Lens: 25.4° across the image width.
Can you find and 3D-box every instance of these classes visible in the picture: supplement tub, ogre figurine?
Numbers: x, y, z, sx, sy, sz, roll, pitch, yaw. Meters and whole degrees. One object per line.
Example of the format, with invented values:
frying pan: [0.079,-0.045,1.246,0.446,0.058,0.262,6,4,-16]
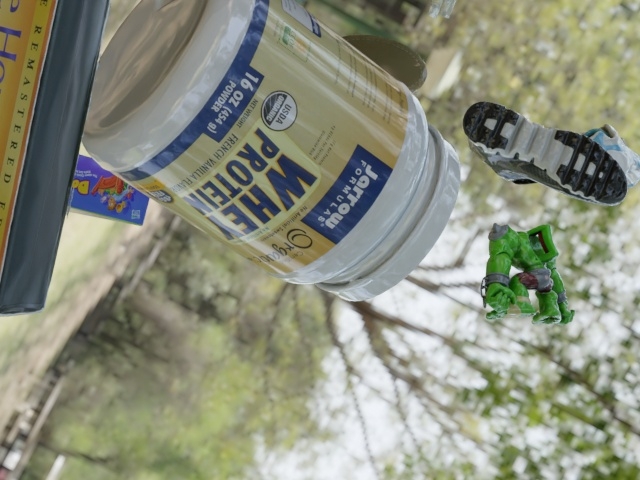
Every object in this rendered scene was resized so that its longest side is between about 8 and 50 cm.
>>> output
supplement tub: [-0.042,-0.099,1.350,0.228,0.316,0.228,-37,-145,31]
ogre figurine: [0.268,0.044,1.841,0.097,0.197,0.118,-25,-115,54]

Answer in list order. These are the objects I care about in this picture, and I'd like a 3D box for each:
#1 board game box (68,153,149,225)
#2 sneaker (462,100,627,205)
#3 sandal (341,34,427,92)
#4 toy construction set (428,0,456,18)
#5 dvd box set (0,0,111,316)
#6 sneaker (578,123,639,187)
board game box: [-0.423,-0.097,2.137,0.347,0.233,0.078,10,-95,63]
sneaker: [0.294,-0.107,1.884,0.106,0.234,0.078,92,24,-75]
sandal: [-0.002,-0.177,1.646,0.079,0.240,0.088,111,-31,-68]
toy construction set: [0.030,-0.342,1.564,0.151,0.328,0.215,-88,-168,-53]
dvd box set: [-0.358,-0.145,1.120,0.062,0.420,0.307,-1,106,-60]
sneaker: [0.408,-0.120,2.022,0.087,0.092,0.229,-21,-177,14]
